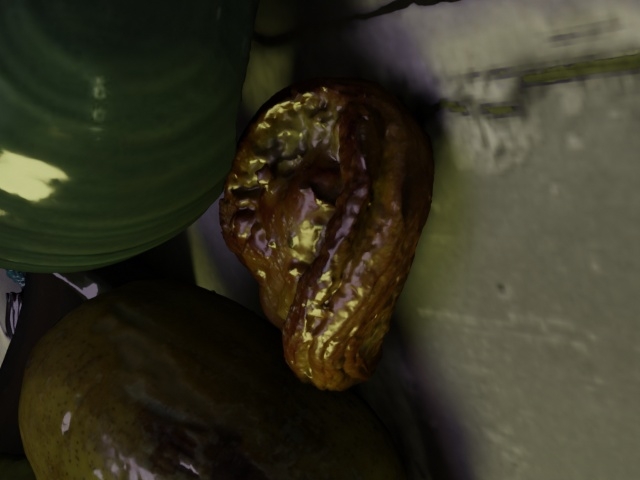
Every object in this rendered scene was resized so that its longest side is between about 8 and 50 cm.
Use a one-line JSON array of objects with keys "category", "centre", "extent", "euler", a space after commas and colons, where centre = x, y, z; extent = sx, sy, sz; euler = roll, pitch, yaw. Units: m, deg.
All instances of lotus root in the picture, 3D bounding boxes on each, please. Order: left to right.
[{"category": "lotus root", "centre": [-0.031, 0.119, 0.531], "extent": [0.278, 0.154, 0.154], "euler": [36, 140, 31]}]

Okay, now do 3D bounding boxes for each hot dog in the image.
[{"category": "hot dog", "centre": [0.003, 0.001, 0.466], "extent": [0.099, 0.065, 0.147], "euler": [61, 155, 30]}]

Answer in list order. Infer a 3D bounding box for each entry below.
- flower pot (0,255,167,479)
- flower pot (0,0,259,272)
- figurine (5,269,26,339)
[{"category": "flower pot", "centre": [-0.229, 0.098, 0.714], "extent": [0.251, 0.379, 0.380], "euler": [18, 129, 28]}, {"category": "flower pot", "centre": [-0.118, -0.081, 0.476], "extent": [0.243, 0.157, 0.190], "euler": [170, 106, -67]}, {"category": "figurine", "centre": [-0.240, 0.045, 0.945], "extent": [0.059, 0.047, 0.106], "euler": [8, 116, 17]}]
